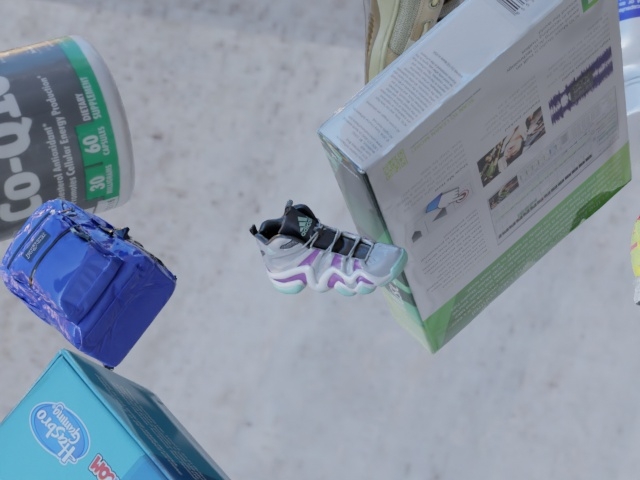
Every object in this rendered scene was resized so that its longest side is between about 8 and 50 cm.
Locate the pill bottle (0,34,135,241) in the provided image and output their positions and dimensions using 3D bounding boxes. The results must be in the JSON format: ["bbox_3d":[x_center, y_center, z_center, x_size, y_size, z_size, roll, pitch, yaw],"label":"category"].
[{"bbox_3d":[-0.401,-0.086,1.740,0.361,0.204,0.204,-18,-54,-21],"label":"pill bottle"}]

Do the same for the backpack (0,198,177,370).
[{"bbox_3d":[-0.188,0.021,1.245,0.098,0.120,0.101,-50,-36,-7],"label":"backpack"}]

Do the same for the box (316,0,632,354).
[{"bbox_3d":[0.129,-0.063,1.210,0.232,0.058,0.322,-40,-29,-9],"label":"box"}]

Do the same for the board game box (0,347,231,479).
[{"bbox_3d":[-0.127,0.253,0.654,0.336,0.254,0.079,-49,-36,3],"label":"board game box"}]

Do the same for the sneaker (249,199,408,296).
[{"bbox_3d":[0.000,0.000,0.989,0.069,0.098,0.038,61,-145,-34],"label":"sneaker"}]

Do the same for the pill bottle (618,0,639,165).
[{"bbox_3d":[0.324,-0.218,1.620,0.152,0.152,0.272,61,-154,-59],"label":"pill bottle"}]

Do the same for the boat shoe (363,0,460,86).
[{"bbox_3d":[0.095,-0.236,1.641,0.302,0.098,0.109,94,176,-63],"label":"boat shoe"}]

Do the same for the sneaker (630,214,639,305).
[{"bbox_3d":[0.342,0.002,1.544,0.208,0.082,0.094,-18,-83,-71],"label":"sneaker"}]
